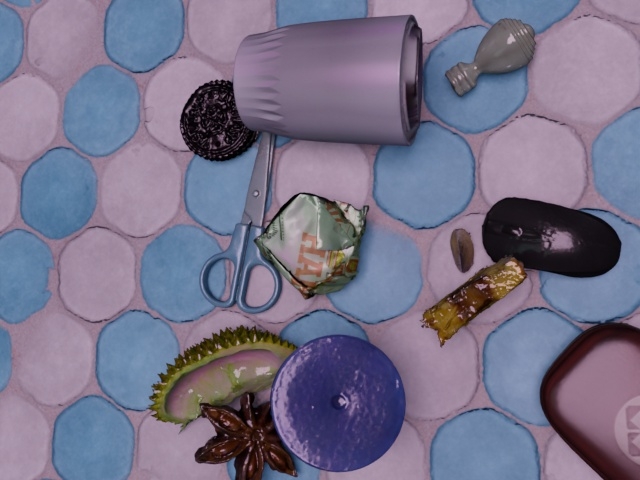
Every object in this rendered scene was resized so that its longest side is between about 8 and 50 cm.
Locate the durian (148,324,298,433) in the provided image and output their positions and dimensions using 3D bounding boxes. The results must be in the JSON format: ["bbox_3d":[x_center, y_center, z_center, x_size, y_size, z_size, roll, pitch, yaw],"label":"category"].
[{"bbox_3d":[-0.216,0.286,1.483,0.352,0.158,0.169,-28,91,7],"label":"durian"}]

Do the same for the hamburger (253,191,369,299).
[{"bbox_3d":[0.002,-0.002,1.465,0.214,0.125,0.235,43,90,-1],"label":"hamburger"}]

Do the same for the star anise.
[{"bbox_3d":[-0.158,0.429,1.465,0.214,0.099,0.219,-10,90,-10],"label":"star anise"}]

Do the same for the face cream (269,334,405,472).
[{"bbox_3d":[0.027,0.313,1.353,0.249,0.225,0.248,0,78,-2],"label":"face cream"}]

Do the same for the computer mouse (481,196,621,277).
[{"bbox_3d":[0.451,-0.004,1.365,0.270,0.086,0.137,12,88,17],"label":"computer mouse"}]

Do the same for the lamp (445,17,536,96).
[{"bbox_3d":[0.348,-0.375,1.421,0.193,0.106,0.106,-32,78,19],"label":"lamp"}]

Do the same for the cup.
[{"bbox_3d":[0.031,-0.323,1.422,0.372,0.253,0.253,4,86,18],"label":"cup"}]

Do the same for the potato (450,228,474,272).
[{"bbox_3d":[0.292,0.017,1.434,0.037,0.036,0.093,-14,101,-23],"label":"potato"}]

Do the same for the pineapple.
[{"bbox_3d":[0.312,0.109,1.373,0.233,0.135,0.079,-37,86,18],"label":"pineapple"}]

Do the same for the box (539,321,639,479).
[{"bbox_3d":[0.608,0.343,1.280,0.404,0.108,0.263,43,96,15],"label":"box"}]

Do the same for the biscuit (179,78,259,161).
[{"bbox_3d":[-0.228,-0.273,1.583,0.195,0.053,0.194,-1,86,15],"label":"biscuit"}]

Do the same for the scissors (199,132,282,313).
[{"bbox_3d":[-0.149,-0.064,1.555,0.193,0.029,0.446,10,88,15],"label":"scissors"}]
